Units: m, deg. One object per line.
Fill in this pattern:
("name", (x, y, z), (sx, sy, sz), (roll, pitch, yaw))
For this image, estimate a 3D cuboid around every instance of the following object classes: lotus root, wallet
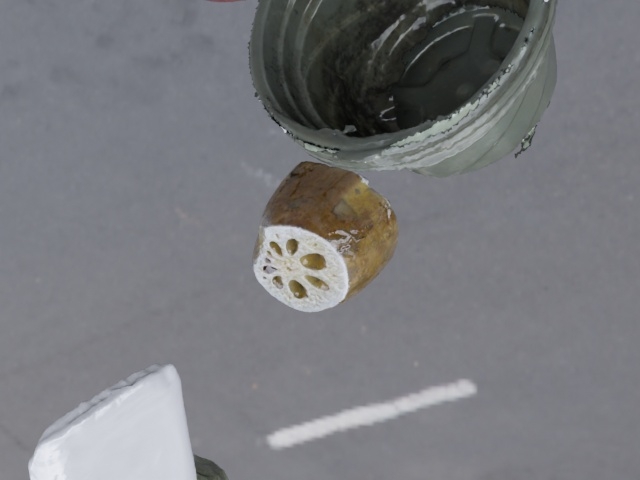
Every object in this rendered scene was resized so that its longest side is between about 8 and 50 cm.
("lotus root", (0.003, 0.002, 1.117), (0.112, 0.081, 0.122), (29, 138, 8))
("wallet", (-0.144, 0.176, 0.937), (0.032, 0.124, 0.183), (32, 141, 38))

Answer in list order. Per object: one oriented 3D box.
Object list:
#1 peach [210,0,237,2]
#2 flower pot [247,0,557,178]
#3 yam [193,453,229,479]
("peach", (-0.091, -0.491, 1.460), (0.353, 0.339, 0.416), (-12, 139, -23))
("flower pot", (0.078, -0.135, 0.922), (0.235, 0.235, 0.140), (-17, 149, 27))
("yam", (-0.183, 0.328, 1.271), (0.195, 0.300, 0.195), (-1, 130, -1))
